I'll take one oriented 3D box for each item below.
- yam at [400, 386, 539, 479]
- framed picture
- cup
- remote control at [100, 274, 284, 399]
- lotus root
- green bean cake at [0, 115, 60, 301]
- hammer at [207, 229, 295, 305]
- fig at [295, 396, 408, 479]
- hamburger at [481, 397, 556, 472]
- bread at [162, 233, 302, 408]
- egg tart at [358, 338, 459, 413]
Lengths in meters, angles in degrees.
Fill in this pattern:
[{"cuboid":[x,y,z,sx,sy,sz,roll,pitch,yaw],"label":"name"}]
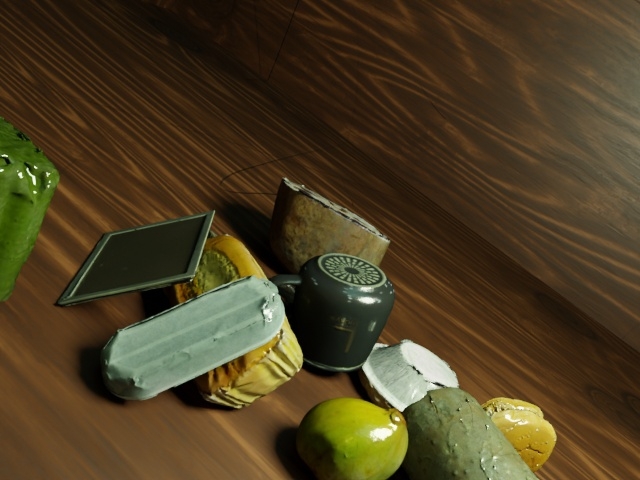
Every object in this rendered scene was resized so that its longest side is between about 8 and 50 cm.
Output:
[{"cuboid":[0.221,0.351,0.966,0.161,0.161,0.268,17,24,-37],"label":"yam"},{"cuboid":[-0.267,0.023,1.035,0.197,0.014,0.252,-11,23,4],"label":"framed picture"},{"cuboid":[0.006,0.120,1.158,0.223,0.177,0.169,8,26,-16],"label":"cup"},{"cuboid":[-0.163,0.121,0.874,0.247,0.052,0.104,-25,46,-15],"label":"remote control"},{"cuboid":[0.000,0.000,1.427,0.272,0.192,0.272,24,12,-6],"label":"lotus root"},{"cuboid":[-0.525,-0.084,0.808,0.319,0.218,0.335,36,12,33],"label":"green bean cake"},{"cuboid":[-0.107,0.063,1.207,0.297,0.027,0.125,41,5,-46],"label":"hammer"},{"cuboid":[0.042,0.279,0.931,0.153,0.121,0.136,2,21,-10],"label":"fig"},{"cuboid":[0.326,0.345,1.171,0.147,0.138,0.083,18,25,-14],"label":"hamburger"},{"cuboid":[-0.134,0.114,1.006,0.119,0.152,0.288,54,2,-41],"label":"bread"},{"cuboid":[0.173,0.254,1.223,0.234,0.094,0.234,28,17,-9],"label":"egg tart"}]
